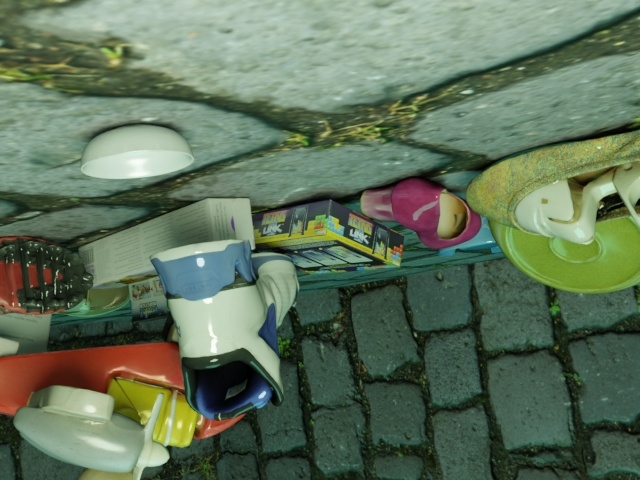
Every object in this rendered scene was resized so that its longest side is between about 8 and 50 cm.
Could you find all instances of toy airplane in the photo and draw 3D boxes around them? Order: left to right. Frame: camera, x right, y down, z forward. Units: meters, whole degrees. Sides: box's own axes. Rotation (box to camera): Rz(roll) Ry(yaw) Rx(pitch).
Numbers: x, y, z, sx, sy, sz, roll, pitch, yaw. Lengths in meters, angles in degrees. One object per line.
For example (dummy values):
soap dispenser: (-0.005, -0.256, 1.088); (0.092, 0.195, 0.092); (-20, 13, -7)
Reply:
toy airplane: (-0.301, 0.228, 0.994); (0.384, 0.273, 0.386); (-13, 168, 22)

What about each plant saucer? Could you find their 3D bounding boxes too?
plant saucer: (0.330, -0.004, 1.020); (0.240, 0.037, 0.241); (17, 143, 13)

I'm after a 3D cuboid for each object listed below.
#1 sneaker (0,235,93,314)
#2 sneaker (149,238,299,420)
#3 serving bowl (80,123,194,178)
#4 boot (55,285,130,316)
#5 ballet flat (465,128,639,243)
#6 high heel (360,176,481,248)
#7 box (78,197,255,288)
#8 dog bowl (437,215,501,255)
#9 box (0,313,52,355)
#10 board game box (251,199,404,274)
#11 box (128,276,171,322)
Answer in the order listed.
sneaker: (-0.422, 0.051, 0.967); (0.276, 0.098, 0.135); (1, 169, -44)
sneaker: (-0.102, 0.106, 0.900); (0.127, 0.182, 0.315); (-8, 173, 8)
serving bowl: (-0.138, -0.069, 0.594); (0.083, 0.027, 0.083); (-7, 173, -1)
boot: (-0.427, 0.086, 1.347); (0.213, 0.077, 0.165); (0, 170, -16)
ballet flat: (0.315, -0.054, 0.855); (0.348, 0.123, 0.123); (-13, 172, 31)
high heel: (0.170, -0.037, 1.028); (0.117, 0.082, 0.244); (0, 168, 44)
box: (-0.209, 0.010, 1.021); (0.063, 0.067, 0.324); (-2, 170, -44)
dog bowl: (0.316, -0.026, 1.330); (0.297, 0.074, 0.166); (-1, 170, -42)
box: (-0.507, 0.114, 1.132); (0.182, 0.119, 0.181); (19, 155, -41)
board game box: (0.000, 0.000, 1.040); (0.170, 0.048, 0.141); (-7, 156, 45)
box: (-0.204, 0.055, 1.201); (0.207, 0.114, 0.036); (-11, 173, 29)
